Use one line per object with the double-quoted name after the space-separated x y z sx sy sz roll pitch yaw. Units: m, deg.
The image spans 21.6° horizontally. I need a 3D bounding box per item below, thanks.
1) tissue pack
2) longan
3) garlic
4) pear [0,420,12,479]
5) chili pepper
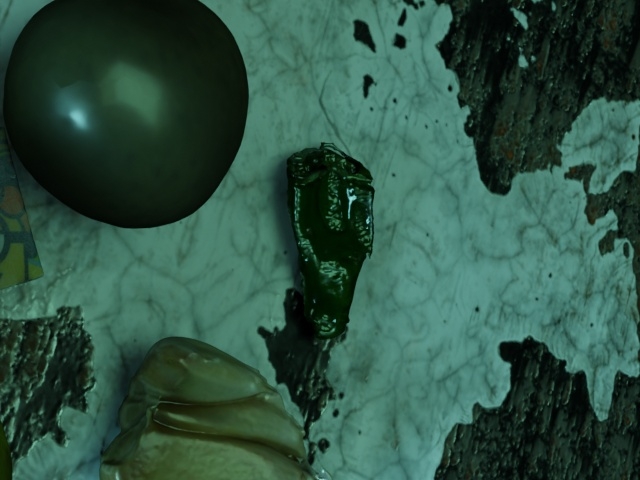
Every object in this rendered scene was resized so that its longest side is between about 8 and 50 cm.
-0.329 -0.022 1.543 0.109 0.060 0.148 -19 98 -40 "tissue pack"
-0.182 -0.131 1.568 0.246 0.215 0.246 -11 90 -74 "longan"
-0.114 0.224 1.677 0.228 0.110 0.217 28 82 -23 "garlic"
-0.428 0.164 1.285 0.413 0.352 0.352 40 64 -27 "pear"
0.002 -0.001 1.811 0.108 0.062 0.216 1 87 -32 "chili pepper"
